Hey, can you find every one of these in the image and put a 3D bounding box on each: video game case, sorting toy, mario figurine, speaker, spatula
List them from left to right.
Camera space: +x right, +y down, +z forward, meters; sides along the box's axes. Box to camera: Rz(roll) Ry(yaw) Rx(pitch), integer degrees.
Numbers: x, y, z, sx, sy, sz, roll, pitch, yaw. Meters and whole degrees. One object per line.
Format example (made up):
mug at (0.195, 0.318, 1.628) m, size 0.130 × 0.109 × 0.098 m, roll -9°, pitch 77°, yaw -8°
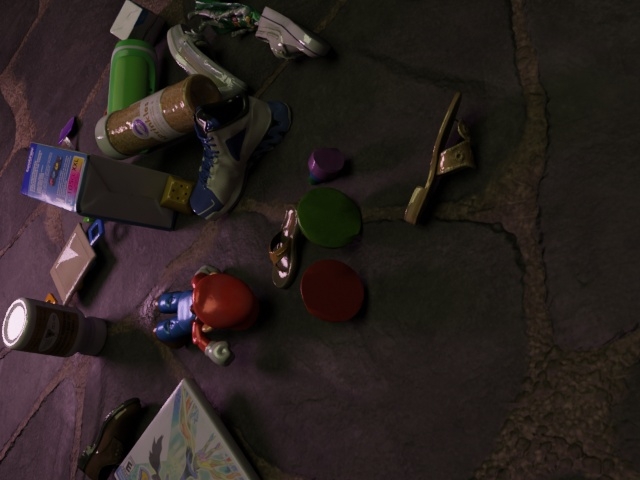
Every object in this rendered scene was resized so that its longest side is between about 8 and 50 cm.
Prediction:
spatula at (-0.778, -0.283, 2.254) m, size 0.084 × 0.030 × 0.296 m, roll -44°, pitch 50°, yaw 21°
sorting toy at (-0.691, 0.072, 2.042) m, size 0.347 × 0.047 × 0.196 m, roll -55°, pitch 43°, yaw 14°
speaker at (-0.512, -0.390, 1.964) m, size 0.131 × 0.131 × 0.296 m, roll -12°, pitch 72°, yaw 40°
video game case at (-0.272, 0.503, 1.474) m, size 0.300 × 0.036 × 0.329 m, roll -54°, pitch 55°, yaw 15°
mario figurine at (-0.230, 0.159, 1.554) m, size 0.321 × 0.170 × 0.198 m, roll -17°, pitch 101°, yaw 50°
sorting toy at (0.000, 0.000, 1.401) m, size 0.126 × 0.127 × 0.365 m, roll 129°, pitch 144°, yaw -59°

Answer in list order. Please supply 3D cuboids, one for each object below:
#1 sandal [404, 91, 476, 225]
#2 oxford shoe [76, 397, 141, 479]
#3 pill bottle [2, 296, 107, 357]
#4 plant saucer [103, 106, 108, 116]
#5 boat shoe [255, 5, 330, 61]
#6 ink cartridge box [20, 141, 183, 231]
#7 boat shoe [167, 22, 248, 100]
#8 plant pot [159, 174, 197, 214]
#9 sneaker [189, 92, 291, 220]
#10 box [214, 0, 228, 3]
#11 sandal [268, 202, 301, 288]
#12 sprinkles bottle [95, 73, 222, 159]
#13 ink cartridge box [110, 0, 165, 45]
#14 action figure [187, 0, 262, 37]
sandal at (0.227, -0.129, 1.245) m, size 0.079 × 0.088 × 0.240 m, roll 25°, pitch 101°, yaw 14°
oxford shoe at (-0.472, 0.469, 1.686) m, size 0.096 × 0.083 × 0.227 m, roll 36°, pitch 102°, yaw 24°
pill bottle at (-0.670, 0.229, 1.835) m, size 0.131 × 0.229 × 0.131 m, roll -16°, pitch 65°, yaw 39°
plant saucer at (-0.621, -0.370, 2.149) m, size 0.083 × 0.013 × 0.083 m, roll -17°, pitch 64°, yaw 38°
boat shoe at (-0.072, -0.444, 1.605) m, size 0.267 × 0.096 × 0.088 m, roll 44°, pitch 111°, yaw 44°
ink cartridge box at (-0.576, -0.144, 1.844) m, size 0.396 × 0.270 × 0.151 m, roll 18°, pitch 94°, yaw 45°
boat shoe at (-0.280, -0.441, 1.790) m, size 0.103 × 0.118 × 0.320 m, roll -43°, pitch 55°, yaw 15°
plant pot at (-0.336, -0.112, 1.720) m, size 0.083 × 0.082 × 0.081 m, roll 168°, pitch 118°, yaw -80°
sneaker at (-0.226, -0.210, 1.604) m, size 0.315 × 0.182 × 0.127 m, roll -52°, pitch 46°, yaw 17°
box at (-0.312, -0.678, 1.841) m, size 0.045 × 0.190 × 0.184 m, roll -38°, pitch 52°, yaw 5°
sandal at (-0.076, 0.009, 1.466) m, size 0.072 × 0.049 × 0.180 m, roll 31°, pitch 113°, yaw 51°
sprinkles bottle at (-0.392, -0.290, 1.726) m, size 0.355 × 0.121 × 0.121 m, roll -13°, pitch 67°, yaw 39°
ink cartridge box at (-0.508, -0.606, 2.050) m, size 0.060 × 0.180 × 0.104 m, roll 33°, pitch 101°, yaw 9°
action figure at (-0.219, -0.544, 1.770) m, size 0.232 × 0.137 × 0.063 m, roll 12°, pitch 73°, yaw 35°
